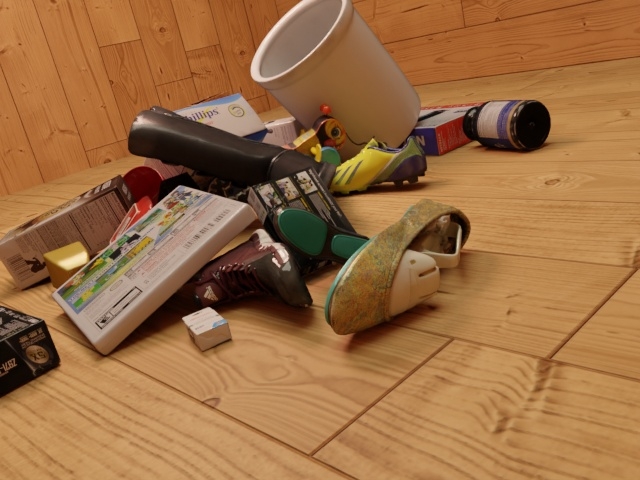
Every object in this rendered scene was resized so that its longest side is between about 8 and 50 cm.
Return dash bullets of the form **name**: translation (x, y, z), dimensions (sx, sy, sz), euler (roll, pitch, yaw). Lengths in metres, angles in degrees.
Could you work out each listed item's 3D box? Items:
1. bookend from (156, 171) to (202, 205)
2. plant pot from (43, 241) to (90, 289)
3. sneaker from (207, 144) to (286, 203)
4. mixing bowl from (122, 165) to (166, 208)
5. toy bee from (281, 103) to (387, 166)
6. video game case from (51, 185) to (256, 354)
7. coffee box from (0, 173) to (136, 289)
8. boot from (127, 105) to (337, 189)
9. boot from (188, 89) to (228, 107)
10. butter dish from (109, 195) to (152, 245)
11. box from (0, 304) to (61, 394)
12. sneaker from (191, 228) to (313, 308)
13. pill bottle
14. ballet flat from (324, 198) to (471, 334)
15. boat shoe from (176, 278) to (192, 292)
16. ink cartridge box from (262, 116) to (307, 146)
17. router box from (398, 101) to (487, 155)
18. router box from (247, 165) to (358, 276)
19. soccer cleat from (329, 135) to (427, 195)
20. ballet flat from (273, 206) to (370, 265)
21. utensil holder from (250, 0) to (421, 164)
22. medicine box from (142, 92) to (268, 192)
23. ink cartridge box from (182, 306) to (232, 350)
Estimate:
- **bookend**: translation (-0.310, -0.046, 1.455), dimensions (0.072, 0.156, 0.157), euler (-26, -22, -35)
- **plant pot**: translation (-0.515, 0.062, 1.303), dimensions (0.081, 0.082, 0.083), euler (-26, 32, -34)
- **sneaker**: translation (-0.165, -0.188, 1.723), dimensions (0.329, 0.130, 0.147), euler (-19, 21, -17)
- **mixing bowl**: translation (-0.439, -0.095, 1.618), dimensions (0.181, 0.182, 0.098), euler (-4, -10, 26)
- **toy bee**: translation (-0.003, -0.260, 1.603), dimensions (0.298, 0.162, 0.195), euler (-34, 30, -24)
- **video game case**: translation (-0.305, 0.032, 1.108), dimensions (0.329, 0.036, 0.300), euler (-45, 32, -19)
- **coffee box**: translation (-0.573, -0.025, 1.451), dimensions (0.297, 0.119, 0.168), euler (-28, 20, -7)
- **boot**: translation (-0.197, -0.176, 1.346), dimensions (0.444, 0.146, 0.367), euler (21, 6, -4)
- **boot**: translation (-0.288, -0.345, 2.033), dimensions (0.264, 0.281, 0.096), euler (-26, 22, -33)
- **butter dish**: translation (-0.372, 0.001, 1.338), dimensions (0.160, 0.118, 0.160), euler (-57, 24, 0)
- **box**: translation (-0.513, 0.174, 0.955), dimensions (0.180, 0.078, 0.147), euler (4, 24, 43)
- **sneaker**: translation (-0.118, 0.073, 0.980), dimensions (0.162, 0.107, 0.281), euler (-28, 15, -10)
- **pill bottle**: translation (0.470, -0.299, 1.605), dimensions (0.122, 0.123, 0.219), euler (-20, 19, -21)
- **ballet flat**: translation (0.130, 0.031, 0.887), dimensions (0.123, 0.123, 0.348), euler (-2, 21, 31)
- **boat shoe**: translation (-0.270, 0.060, 1.138), dimensions (0.206, 0.065, 0.075), euler (-2, 43, 40)
- **ink cartridge box**: translation (-0.153, -0.265, 1.873), dimensions (0.237, 0.172, 0.100), euler (-6, 19, 22)
- **router box**: translation (0.323, -0.338, 1.894), dimensions (0.301, 0.082, 0.335), euler (-26, 22, -35)
- **router box**: translation (-0.029, -0.036, 1.108), dimensions (0.133, 0.179, 0.046), euler (-22, -21, -26)
- **soccer cleat**: translation (0.118, -0.183, 1.499), dimensions (0.289, 0.121, 0.093), euler (-7, 19, 34)
- **ballet flat**: translation (0.000, 0.000, 1.016), dimensions (0.203, 0.074, 0.074), euler (20, 1, -28)
- **utensil holder**: translation (0.051, -0.435, 1.735), dimensions (0.327, 0.385, 0.328), euler (-27, 41, 26)
- **medicine box**: translation (-0.328, -0.235, 1.726), dimensions (0.263, 0.149, 0.289), euler (-29, -14, -41)
- **ink cartridge box**: translation (-0.169, 0.129, 0.923), dimensions (0.048, 0.028, 0.083), euler (-21, 19, -23)
